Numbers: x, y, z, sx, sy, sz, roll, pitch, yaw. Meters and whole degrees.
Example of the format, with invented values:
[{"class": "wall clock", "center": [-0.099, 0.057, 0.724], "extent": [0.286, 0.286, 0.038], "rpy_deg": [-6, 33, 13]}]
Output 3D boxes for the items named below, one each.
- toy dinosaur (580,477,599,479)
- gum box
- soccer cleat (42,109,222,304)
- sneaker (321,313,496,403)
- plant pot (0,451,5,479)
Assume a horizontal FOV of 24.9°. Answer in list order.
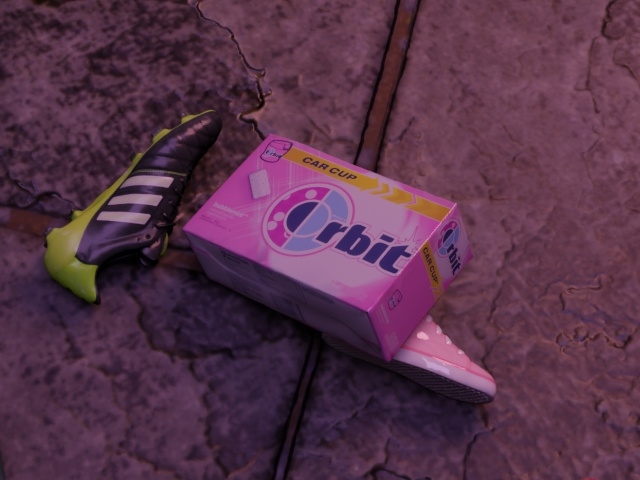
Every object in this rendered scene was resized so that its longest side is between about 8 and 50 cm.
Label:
[{"class": "toy dinosaur", "center": [0.149, 0.205, 0.984], "extent": [0.047, 0.090, 0.082], "rpy_deg": [30, 21, 1]}, {"class": "gum box", "center": [0.000, 0.000, 1.054], "extent": [0.188, 0.062, 0.107], "rpy_deg": [23, 61, 34]}, {"class": "soccer cleat", "center": [-0.131, -0.025, 1.099], "extent": [0.072, 0.060, 0.179], "rpy_deg": [44, 75, 7]}, {"class": "sneaker", "center": [0.074, 0.066, 1.060], "extent": [0.134, 0.051, 0.070], "rpy_deg": [22, 70, 13]}, {"class": "plant pot", "center": [-0.353, 0.141, 0.889], "extent": [0.293, 0.235, 0.293], "rpy_deg": [2, 67, -5]}]
